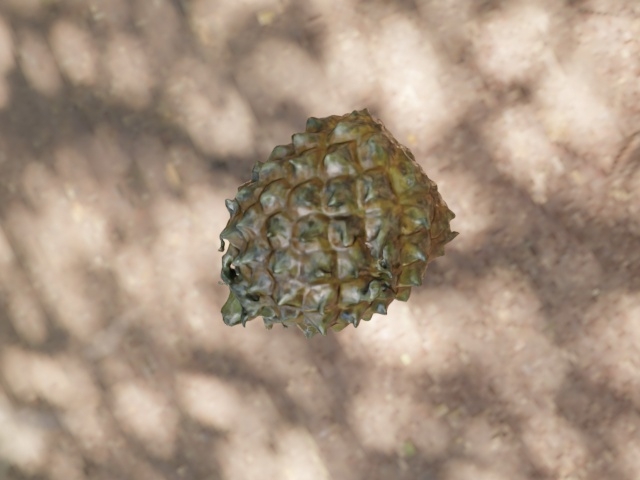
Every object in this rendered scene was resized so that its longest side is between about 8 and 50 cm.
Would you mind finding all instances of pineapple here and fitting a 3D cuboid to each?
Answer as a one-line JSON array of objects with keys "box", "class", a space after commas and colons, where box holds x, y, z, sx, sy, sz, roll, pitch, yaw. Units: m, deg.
[{"box": [0.000, 0.000, 1.226, 0.166, 0.193, 0.166, 49, -176, -4], "class": "pineapple"}]
